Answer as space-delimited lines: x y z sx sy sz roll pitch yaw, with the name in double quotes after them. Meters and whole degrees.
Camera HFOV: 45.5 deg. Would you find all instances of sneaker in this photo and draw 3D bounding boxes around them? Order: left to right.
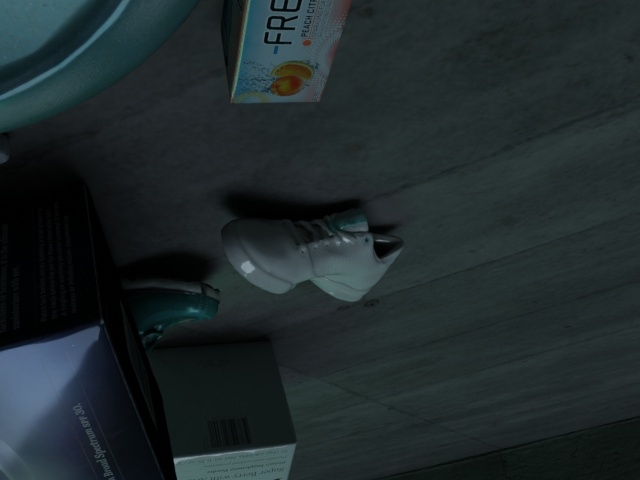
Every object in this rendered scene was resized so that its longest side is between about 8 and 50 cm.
-0.216 0.113 0.815 0.275 0.109 0.107 -24 151 26 "sneaker"
0.000 0.000 0.723 0.094 0.080 0.212 -39 151 26 "sneaker"

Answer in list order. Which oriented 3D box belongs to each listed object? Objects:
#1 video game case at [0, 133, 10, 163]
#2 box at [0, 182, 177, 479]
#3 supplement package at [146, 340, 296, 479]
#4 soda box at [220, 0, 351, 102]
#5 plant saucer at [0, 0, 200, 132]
-0.351 -0.070 0.487 0.213 0.023 0.193 -17 154 15 "video game case"
-0.290 0.150 0.623 0.294 0.182 0.296 -15 131 -9 "box"
-0.152 0.303 1.051 0.178 0.175 0.292 -3 132 -17 "supplement package"
-0.014 -0.150 0.399 0.058 0.062 0.183 -3 153 -15 "soda box"
-0.169 -0.152 0.237 0.318 0.043 0.317 -8 133 -8 "plant saucer"
